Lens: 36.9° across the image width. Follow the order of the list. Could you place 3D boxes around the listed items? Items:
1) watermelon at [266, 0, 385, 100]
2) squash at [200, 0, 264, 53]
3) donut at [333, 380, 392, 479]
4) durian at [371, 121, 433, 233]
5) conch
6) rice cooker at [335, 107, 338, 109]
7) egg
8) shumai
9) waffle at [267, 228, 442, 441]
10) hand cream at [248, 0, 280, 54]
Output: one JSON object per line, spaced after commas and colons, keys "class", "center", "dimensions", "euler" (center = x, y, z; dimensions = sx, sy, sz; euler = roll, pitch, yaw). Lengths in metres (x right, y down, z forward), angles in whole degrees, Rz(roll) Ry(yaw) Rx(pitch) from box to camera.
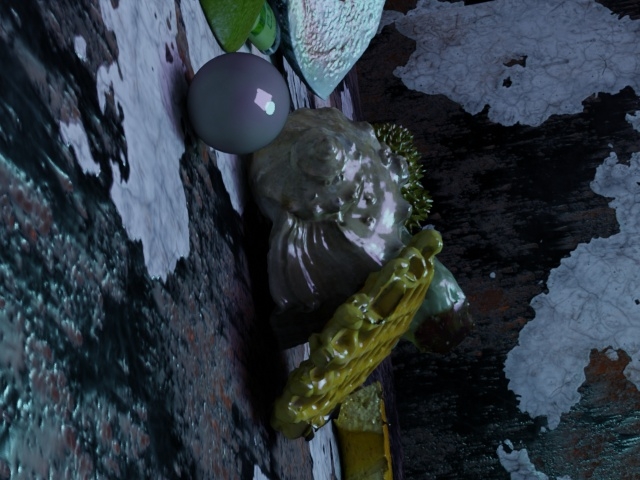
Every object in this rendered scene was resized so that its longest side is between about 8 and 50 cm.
{"class": "watermelon", "center": [0.016, -0.391, 1.654], "dimensions": [0.320, 0.213, 0.290], "euler": [124, -40, -84]}
{"class": "squash", "center": [-0.135, -0.341, 1.119], "dimensions": [0.289, 0.203, 0.111], "euler": [124, -27, -43]}
{"class": "donut", "center": [0.084, 0.393, 1.660], "dimensions": [0.152, 0.101, 0.259], "euler": [73, 10, -54]}
{"class": "durian", "center": [0.108, -0.106, 2.026], "dimensions": [0.258, 0.258, 0.293], "euler": [-89, 178, -54]}
{"class": "conch", "center": [0.017, 0.000, 1.270], "dimensions": [0.352, 0.210, 0.297], "euler": [67, 30, -56]}
{"class": "rice cooker", "center": [0.009, -0.134, 1.648], "dimensions": [0.142, 0.118, 0.203], "euler": [74, 9, -48]}
{"class": "egg", "center": [-0.083, -0.138, 0.967], "dimensions": [0.135, 0.103, 0.103], "euler": [-59, 140, -76]}
{"class": "shumai", "center": [0.170, 0.084, 1.797], "dimensions": [0.304, 0.263, 0.309], "euler": [-65, 152, -22]}
{"class": "waffle", "center": [0.042, 0.129, 1.163], "dimensions": [0.312, 0.060, 0.307], "euler": [-38, 159, -40]}
{"class": "hand cream", "center": [-0.094, -0.320, 1.353], "dimensions": [0.175, 0.046, 0.095], "euler": [47, 37, -74]}
